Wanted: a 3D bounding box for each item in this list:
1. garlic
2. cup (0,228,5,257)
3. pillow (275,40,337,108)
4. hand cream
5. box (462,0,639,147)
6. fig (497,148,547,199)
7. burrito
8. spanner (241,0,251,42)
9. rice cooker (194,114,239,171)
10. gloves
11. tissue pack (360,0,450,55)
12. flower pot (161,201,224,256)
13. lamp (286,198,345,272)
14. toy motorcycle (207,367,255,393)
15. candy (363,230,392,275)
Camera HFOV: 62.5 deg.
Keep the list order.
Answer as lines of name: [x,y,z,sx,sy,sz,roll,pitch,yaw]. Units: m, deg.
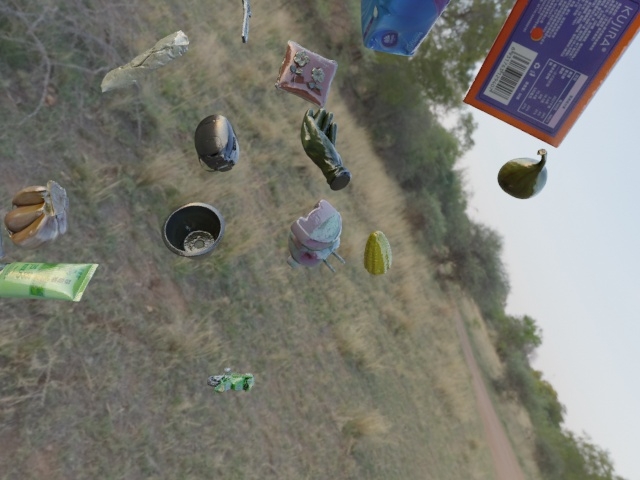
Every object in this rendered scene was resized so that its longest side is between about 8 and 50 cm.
garlic: [-0.848,-0.057,1.608,0.160,0.191,0.214,35,37,-63]
cup: [-0.828,-0.104,1.200,0.203,0.203,0.288,-20,117,-76]
pillow: [-0.041,-0.524,1.663,0.179,0.171,0.075,19,-9,-22]
hand cream: [-0.474,0.065,0.879,0.095,0.175,0.046,-91,-179,-55]
box: [0.539,-0.448,1.205,0.257,0.348,0.318,30,34,8]
fig: [0.682,-0.235,1.697,0.259,0.151,0.151,112,-38,-63]
burrito: [-0.642,-0.654,1.931,0.076,0.392,0.117,50,24,-45]
spanner: [-0.248,-0.742,1.746,0.093,0.026,0.325,82,1,-46]
rice cooker: [-0.346,-0.322,1.772,0.118,0.142,0.203,50,29,-67]
gloves: [0.008,-0.264,1.494,0.135,0.107,0.268,39,33,-62]
tissue pack: [0.189,-0.564,1.139,0.263,0.146,0.198,129,-38,-70]
flower pot: [-0.545,-0.018,2.315,0.166,0.269,0.269,92,-18,-64]
lamp: [0.000,0.000,1.994,0.247,0.247,0.301,44,-20,6]
toy motorcycle: [-0.314,0.519,1.924,0.190,0.106,0.074,4,101,-35]
candy: [0.209,0.039,1.936,0.198,0.106,0.094,80,3,-50]
